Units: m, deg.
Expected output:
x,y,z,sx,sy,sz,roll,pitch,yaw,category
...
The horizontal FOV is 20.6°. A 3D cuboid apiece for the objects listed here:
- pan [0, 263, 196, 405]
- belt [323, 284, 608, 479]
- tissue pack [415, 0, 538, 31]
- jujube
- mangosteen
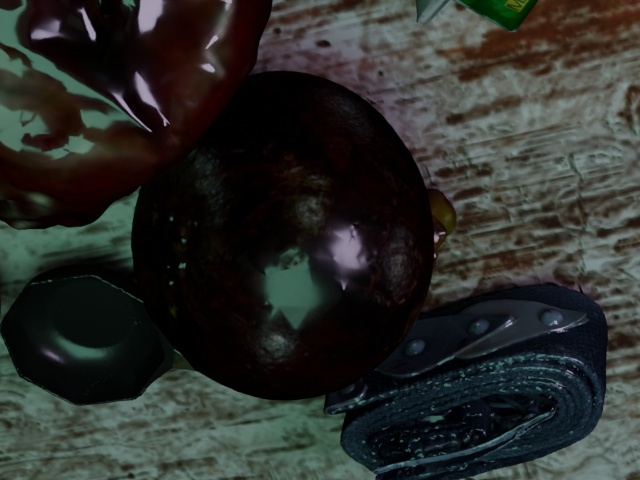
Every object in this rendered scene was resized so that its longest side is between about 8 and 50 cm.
x,y,z,sx,sy,sz,roll,pitch,yaw,category
-0.155,0.088,1.419,0.202,0.048,0.128,31,125,-13,pan
0.119,0.122,1.361,0.218,0.128,0.122,-19,122,21,belt
0.116,-0.244,1.082,0.148,0.156,0.209,29,125,-11,tissue pack
-0.156,-0.134,1.072,0.258,0.258,0.376,19,169,-7,jujube
0.000,0.000,1.252,0.261,0.235,0.235,-2,134,-35,mangosteen
